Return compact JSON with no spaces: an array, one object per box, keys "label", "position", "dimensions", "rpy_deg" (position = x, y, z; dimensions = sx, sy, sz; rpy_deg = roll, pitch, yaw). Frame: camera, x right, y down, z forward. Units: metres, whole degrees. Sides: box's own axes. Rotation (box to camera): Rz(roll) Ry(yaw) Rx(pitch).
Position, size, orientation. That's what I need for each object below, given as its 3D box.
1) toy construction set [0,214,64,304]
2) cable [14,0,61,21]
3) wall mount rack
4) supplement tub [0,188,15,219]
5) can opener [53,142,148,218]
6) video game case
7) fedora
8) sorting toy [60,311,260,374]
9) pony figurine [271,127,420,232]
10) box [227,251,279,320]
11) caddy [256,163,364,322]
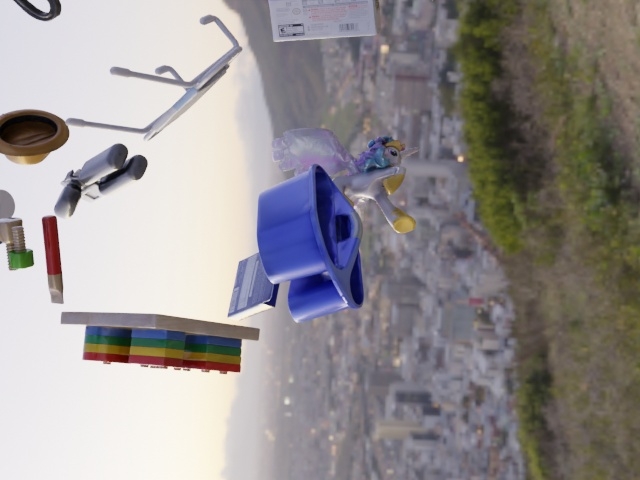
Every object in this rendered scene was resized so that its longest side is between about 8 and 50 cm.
[{"label":"toy construction set","position":[-0.546,0.087,1.482],"dimensions":[0.257,0.309,0.237],"rpy_deg":[-93,0,-76]},{"label":"cable","position":[-0.652,-0.526,1.955],"dimensions":[0.072,0.287,0.139],"rpy_deg":[-78,-2,-70]},{"label":"wall mount rack","position":[-0.318,-0.301,1.917],"dimensions":[0.350,0.130,0.304],"rpy_deg":[-34,10,47]},{"label":"supplement tub","position":[-0.705,-0.069,2.059],"dimensions":[0.071,0.107,0.071],"rpy_deg":[13,-105,-54]},{"label":"can opener","position":[-0.387,-0.089,1.681],"dimensions":[0.283,0.076,0.095],"rpy_deg":[-14,50,58]},{"label":"video game case","position":[0.004,-0.617,2.371],"dimensions":[0.061,0.269,0.244],"rpy_deg":[-53,-41,-62]},{"label":"fedora","position":[-0.694,-0.235,2.321],"dimensions":[0.194,0.194,0.079],"rpy_deg":[-91,10,-45]},{"label":"sorting toy","position":[-0.289,0.186,1.746],"dimensions":[0.257,0.255,0.089],"rpy_deg":[14,-103,-50]},{"label":"pony figurine","position":[0.067,-0.120,2.320],"dimensions":[0.363,0.351,0.303],"rpy_deg":[-81,-26,-60]},{"label":"box","position":[-0.128,0.087,2.072],"dimensions":[0.225,0.036,0.136],"rpy_deg":[-26,49,60]},{"label":"caddy","position":[0.000,0.000,1.938],"dimensions":[0.341,0.179,0.241],"rpy_deg":[-93,-21,-53]}]
